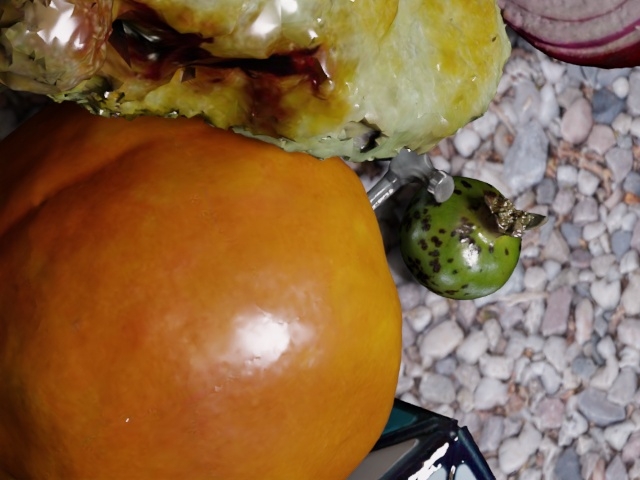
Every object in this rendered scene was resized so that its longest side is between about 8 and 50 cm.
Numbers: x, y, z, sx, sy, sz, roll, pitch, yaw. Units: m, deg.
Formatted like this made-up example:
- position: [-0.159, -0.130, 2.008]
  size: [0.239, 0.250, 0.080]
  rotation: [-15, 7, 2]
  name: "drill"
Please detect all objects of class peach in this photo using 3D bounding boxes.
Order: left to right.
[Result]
- position: [-0.117, 0.059, 0.783]
  size: [0.301, 0.343, 0.343]
  rotation: [-16, 99, -21]
  name: "peach"

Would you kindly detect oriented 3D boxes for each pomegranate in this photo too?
- position: [0.141, -0.008, 1.014]
  size: [0.122, 0.161, 0.122]
  rotation: [10, 70, -29]
  name: "pomegranate"

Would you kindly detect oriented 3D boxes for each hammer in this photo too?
- position: [0.000, 0.000, 0.991]
  size: [0.246, 0.103, 0.029]
  rotation: [-42, 142, -5]
  name: "hammer"

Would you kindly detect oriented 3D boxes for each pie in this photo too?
- position: [-0.044, -0.241, 0.678]
  size: [0.418, 0.180, 0.395]
  rotation: [0, 83, -43]
  name: "pie"

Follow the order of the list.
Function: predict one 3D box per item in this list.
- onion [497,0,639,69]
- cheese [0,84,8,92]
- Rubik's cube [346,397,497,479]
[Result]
- position: [0.284, -0.337, 1.004]
  size: [0.260, 0.282, 0.337]
  rotation: [-26, 94, -43]
  name: "onion"
- position: [-0.275, -0.205, 0.763]
  size: [0.173, 0.251, 0.248]
  rotation: [-41, 121, -25]
  name: "cheese"
- position: [0.020, 0.288, 0.908]
  size: [0.248, 0.246, 0.250]
  rotation: [-38, 110, -21]
  name: "Rubik's cube"
